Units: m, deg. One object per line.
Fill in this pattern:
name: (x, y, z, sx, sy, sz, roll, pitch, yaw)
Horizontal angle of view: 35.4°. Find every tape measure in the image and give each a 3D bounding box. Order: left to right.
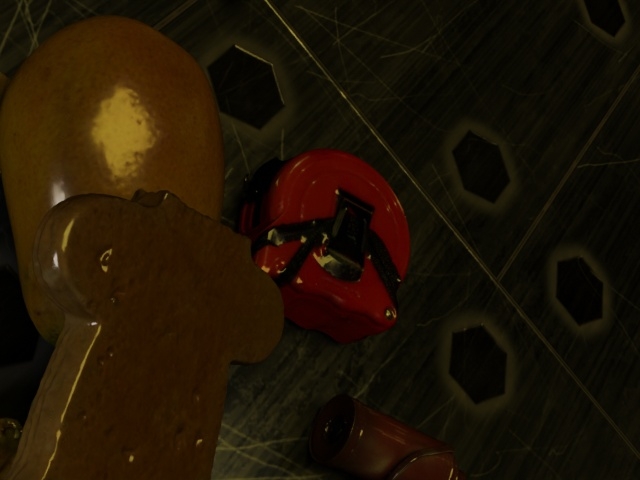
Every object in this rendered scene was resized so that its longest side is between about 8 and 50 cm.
tape measure: (0.001, 0.000, 1.334, 0.253, 0.114, 0.260, 25, 61, -27)

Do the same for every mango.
mango: (-0.232, -0.061, 1.127, 0.264, 0.221, 0.378, 13, 77, -43)

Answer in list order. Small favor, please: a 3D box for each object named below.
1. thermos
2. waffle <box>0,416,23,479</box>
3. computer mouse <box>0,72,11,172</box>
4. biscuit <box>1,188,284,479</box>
thermos: (0.104, 0.285, 1.325, 0.232, 0.099, 0.124, 28, 21, -27)
waffle: (-0.374, 0.355, 0.952, 0.382, 0.095, 0.380, -2, 74, -34)
computer mouse: (-0.439, -0.162, 1.112, 0.245, 0.056, 0.126, 26, 60, -25)
biscuit: (-0.178, 0.155, 0.991, 0.368, 0.076, 0.394, 25, 73, -58)
